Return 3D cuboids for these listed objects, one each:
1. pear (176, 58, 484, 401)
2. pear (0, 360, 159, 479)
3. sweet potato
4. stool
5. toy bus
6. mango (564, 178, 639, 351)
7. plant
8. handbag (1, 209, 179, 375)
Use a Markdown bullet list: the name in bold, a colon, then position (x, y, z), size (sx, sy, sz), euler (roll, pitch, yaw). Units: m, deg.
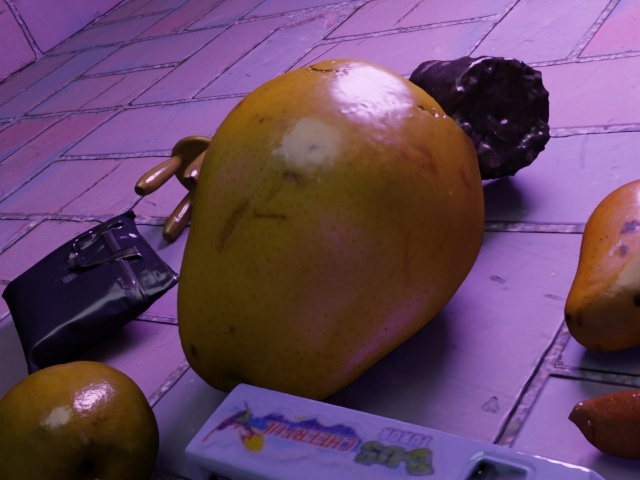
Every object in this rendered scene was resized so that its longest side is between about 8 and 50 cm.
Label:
- **pear**: position (0.002, -0.005, 0.854), size (0.336, 0.285, 0.285), euler (-59, 20, 21)
- **pear**: position (-0.222, 0.182, 0.799), size (0.149, 0.148, 0.162), euler (-35, 20, -19)
- **sweet potato**: position (0.267, 0.130, 0.609), size (0.195, 0.056, 0.056), euler (-1, 36, 30)
- **stool**: position (-0.175, -0.072, 1.229), size (0.135, 0.134, 0.110), euler (-60, 1, 43)
- **toy bus**: position (0.056, 0.185, 0.585), size (0.330, 0.136, 0.109), euler (4, 41, 43)
- **mango**: position (0.273, 0.018, 0.754), size (0.115, 0.090, 0.178), euler (-16, 30, 41)
- **plant**: position (0.146, -0.131, 1.056), size (0.146, 0.149, 0.274), euler (10, -6, -27)
- **handbag**: position (-0.294, 0.059, 1.118), size (0.211, 0.088, 0.254), euler (-36, 31, -10)
